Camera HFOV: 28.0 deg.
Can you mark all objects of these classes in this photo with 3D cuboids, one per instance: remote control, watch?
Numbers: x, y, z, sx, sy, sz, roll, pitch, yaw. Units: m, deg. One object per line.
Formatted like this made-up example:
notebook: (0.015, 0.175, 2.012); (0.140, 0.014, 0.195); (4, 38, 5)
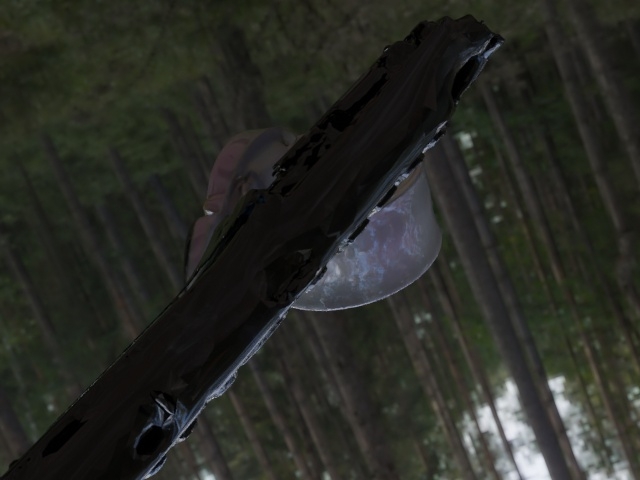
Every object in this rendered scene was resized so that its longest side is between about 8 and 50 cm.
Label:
remote control: (-0.039, 0.018, 0.698); (0.399, 0.062, 0.144); (-49, -177, -26)
watch: (0.000, 0.000, 1.322); (0.231, 0.196, 0.244); (8, -141, 29)
